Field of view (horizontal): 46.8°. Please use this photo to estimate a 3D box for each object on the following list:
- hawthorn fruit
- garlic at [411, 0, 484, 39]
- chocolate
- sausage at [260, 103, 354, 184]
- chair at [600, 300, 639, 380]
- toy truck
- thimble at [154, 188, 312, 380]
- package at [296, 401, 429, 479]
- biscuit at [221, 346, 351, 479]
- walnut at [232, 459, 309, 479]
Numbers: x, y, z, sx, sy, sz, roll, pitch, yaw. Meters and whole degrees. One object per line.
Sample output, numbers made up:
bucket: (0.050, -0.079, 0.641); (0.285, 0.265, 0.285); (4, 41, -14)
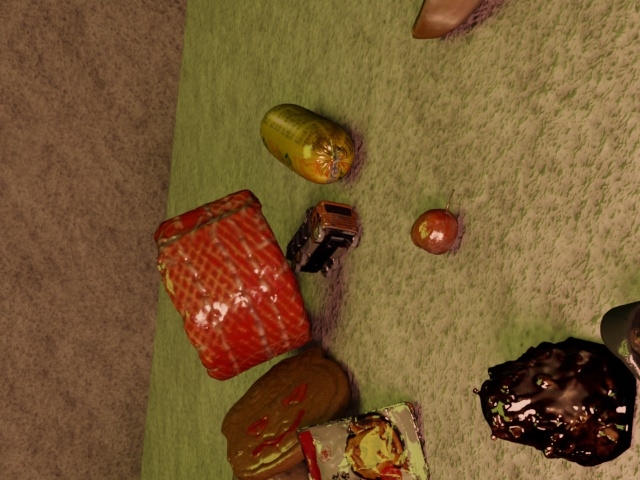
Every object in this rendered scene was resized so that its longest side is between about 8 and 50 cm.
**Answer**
hawthorn fruit: (0.175, -0.030, 1.085); (0.103, 0.066, 0.067); (-64, 30, 14)
garlic: (0.202, -0.388, 1.028); (0.318, 0.112, 0.143); (128, 162, -60)
chocolate: (0.241, 0.181, 0.816); (0.156, 0.133, 0.156); (-178, 90, -66)
sausage: (-0.033, -0.198, 1.485); (0.347, 0.123, 0.123); (-139, 57, -60)
chair: (0.355, 0.084, 0.639); (0.221, 0.104, 0.095); (-27, 79, 59)
toy truck: (0.000, 0.000, 1.427); (0.192, 0.083, 0.092); (127, 145, -51)
thimble: (-0.171, 0.091, 1.466); (0.350, 0.230, 0.350); (157, 90, -82)
package: (0.066, 0.357, 1.183); (0.239, 0.030, 0.154); (-25, 69, 37)
biscuit: (-0.069, 0.317, 1.383); (0.273, 0.049, 0.257); (-39, 28, 1)
walnut: (-0.082, 0.467, 1.415); (0.230, 0.178, 0.178); (-158, 75, -64)
